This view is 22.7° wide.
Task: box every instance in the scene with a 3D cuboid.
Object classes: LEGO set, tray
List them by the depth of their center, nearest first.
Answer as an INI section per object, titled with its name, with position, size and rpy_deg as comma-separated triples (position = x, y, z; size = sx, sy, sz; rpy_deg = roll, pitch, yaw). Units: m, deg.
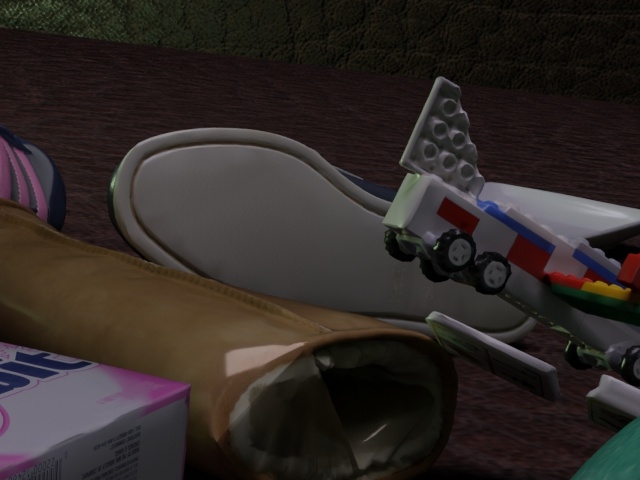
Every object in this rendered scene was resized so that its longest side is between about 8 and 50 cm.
[LEGO set]
position = 0.115, 0.035, 0.507
size = 0.182, 0.060, 0.244
rpy_deg = 25, -7, 15
[tray]
position = 0.125, -0.006, 1.109
size = 0.145, 0.030, 0.270
rpy_deg = 14, 13, 30

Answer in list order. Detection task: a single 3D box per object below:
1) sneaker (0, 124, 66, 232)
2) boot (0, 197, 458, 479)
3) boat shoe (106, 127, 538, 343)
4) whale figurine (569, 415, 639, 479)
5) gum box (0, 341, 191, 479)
[sneaker]
position = -0.204, -0.052, 0.876
size = 0.112, 0.131, 0.319
rpy_deg = 6, 11, 1
[boot]
position = -0.119, 0.031, 0.620
size = 0.270, 0.089, 0.236
rpy_deg = 18, 16, 40
[boat shoe]
position = 0.000, 0.000, 0.810
size = 0.255, 0.095, 0.079
rpy_deg = 8, -3, -32
[whale figurine]
position = 0.124, 0.100, 0.261
size = 0.216, 0.141, 0.272
rpy_deg = 6, 11, -6
[gum box]
position = -0.124, 0.075, 0.449
size = 0.107, 0.062, 0.188
rpy_deg = 12, 12, 23
